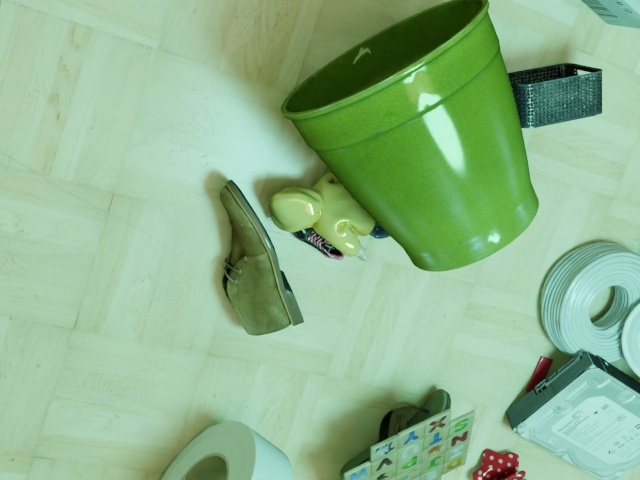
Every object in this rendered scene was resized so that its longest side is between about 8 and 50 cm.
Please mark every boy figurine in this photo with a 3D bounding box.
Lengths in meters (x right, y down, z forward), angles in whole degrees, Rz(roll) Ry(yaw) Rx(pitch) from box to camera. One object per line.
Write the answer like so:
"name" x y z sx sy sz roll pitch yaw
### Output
"boy figurine" 0.046 -0.047 1.681 0.285 0.092 0.177 -2 71 -21

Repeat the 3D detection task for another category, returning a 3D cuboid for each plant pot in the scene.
"plant pot" 0.178 -0.152 1.540 0.366 0.366 0.353 -33 109 -9

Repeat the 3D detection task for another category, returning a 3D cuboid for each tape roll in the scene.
"tape roll" -0.183 0.467 1.667 0.286 0.286 0.100 -48 118 -1

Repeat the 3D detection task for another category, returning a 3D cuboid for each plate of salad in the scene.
"plate of salad" 0.725 0.204 1.959 0.199 0.048 0.200 0 96 1

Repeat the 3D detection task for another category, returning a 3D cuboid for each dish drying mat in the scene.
"dish drying mat" 0.471 0.290 2.024 0.032 0.008 0.083 18 101 -25

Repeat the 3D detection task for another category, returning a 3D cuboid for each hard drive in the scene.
"hard drive" 0.600 0.388 2.031 0.339 0.064 0.237 32 116 -27

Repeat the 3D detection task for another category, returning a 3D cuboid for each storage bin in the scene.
"storage bin" 0.423 -0.272 1.758 0.180 0.122 0.084 -13 111 -17

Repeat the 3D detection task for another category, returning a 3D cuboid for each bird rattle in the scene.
"bird rattle" 0.398 0.585 2.055 0.207 0.143 0.253 16 88 -37

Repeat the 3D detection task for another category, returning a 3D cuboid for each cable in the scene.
"cable" 0.586 0.134 1.973 0.257 0.089 0.257 -5 109 -20

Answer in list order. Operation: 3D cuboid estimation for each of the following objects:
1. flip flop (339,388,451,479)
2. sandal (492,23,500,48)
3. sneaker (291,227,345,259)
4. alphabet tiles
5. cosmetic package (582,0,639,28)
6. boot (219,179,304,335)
"flip flop" 0.145 0.387 1.883 0.277 0.112 0.080 -35 102 -2
"sandal" 0.273 -0.213 1.720 0.107 0.167 0.446 -32 124 -43
"sneaker" 0.000 0.000 1.715 0.119 0.057 0.047 31 96 -26
"alphabet tiles" 0.173 0.451 1.861 0.285 0.011 0.342 -23 144 -15
"cosmetic package" 0.576 -0.507 1.725 0.151 0.151 0.184 28 95 -28
"boot" -0.129 0.041 1.655 0.115 0.112 0.305 -21 116 -3
